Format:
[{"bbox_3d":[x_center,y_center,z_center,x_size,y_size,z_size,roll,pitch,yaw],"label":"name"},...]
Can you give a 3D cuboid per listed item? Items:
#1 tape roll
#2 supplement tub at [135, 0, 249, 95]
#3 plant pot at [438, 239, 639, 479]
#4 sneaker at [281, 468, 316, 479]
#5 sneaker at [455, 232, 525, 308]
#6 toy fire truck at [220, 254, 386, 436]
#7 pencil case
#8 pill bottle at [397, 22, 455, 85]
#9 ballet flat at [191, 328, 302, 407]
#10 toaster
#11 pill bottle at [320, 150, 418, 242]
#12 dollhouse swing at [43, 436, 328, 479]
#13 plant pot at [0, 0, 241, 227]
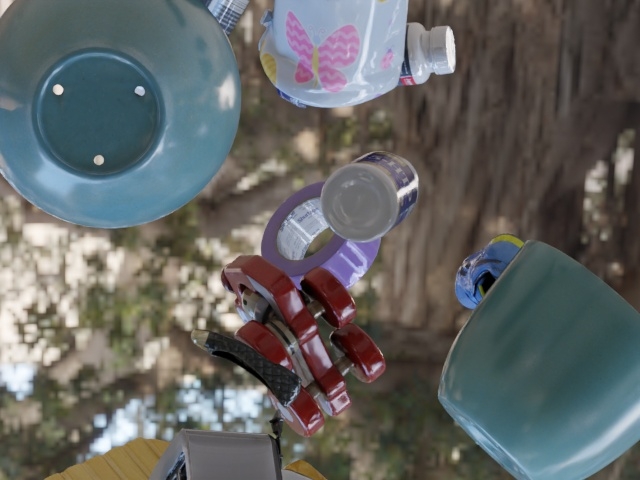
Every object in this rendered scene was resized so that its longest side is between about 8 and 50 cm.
[{"bbox_3d":[0.000,0.000,2.528,0.189,0.189,0.080,17,159,46],"label":"tape roll"},{"bbox_3d":[-0.184,-0.321,1.905,0.191,0.272,0.191,30,-173,-4],"label":"supplement tub"},{"bbox_3d":[0.296,0.183,2.000,0.235,0.293,0.293,-46,-152,-8],"label":"plant pot"},{"bbox_3d":[0.018,0.365,1.741,0.106,0.123,0.290,10,159,44],"label":"sneaker"},{"bbox_3d":[0.231,0.063,2.194,0.069,0.082,0.209,33,153,-2],"label":"sneaker"},{"bbox_3d":[-0.059,0.140,2.367,0.169,0.302,0.254,-40,-142,-17],"label":"toy fire truck"},{"bbox_3d":[0.016,-0.242,1.205,0.113,0.273,0.124,-26,-134,-37],"label":"pencil case"},{"bbox_3d":[0.136,-0.319,2.638,0.180,0.108,0.108,-4,-168,17],"label":"pill bottle"},{"bbox_3d":[-0.106,0.174,2.138,0.173,0.049,0.057,29,166,0],"label":"ballet flat"},{"bbox_3d":[-0.105,0.287,1.542,0.110,0.168,0.186,10,-132,-24],"label":"toaster"},{"bbox_3d":[0.078,-0.068,2.175,0.112,0.112,0.186,6,-167,16],"label":"pill bottle"},{"bbox_3d":[-0.206,0.368,2.098,0.346,0.315,0.305,-20,-112,-39],"label":"dollhouse swing"},{"bbox_3d":[-0.226,-0.142,1.599,0.290,0.290,0.195,1,-169,-4],"label":"plant pot"}]
